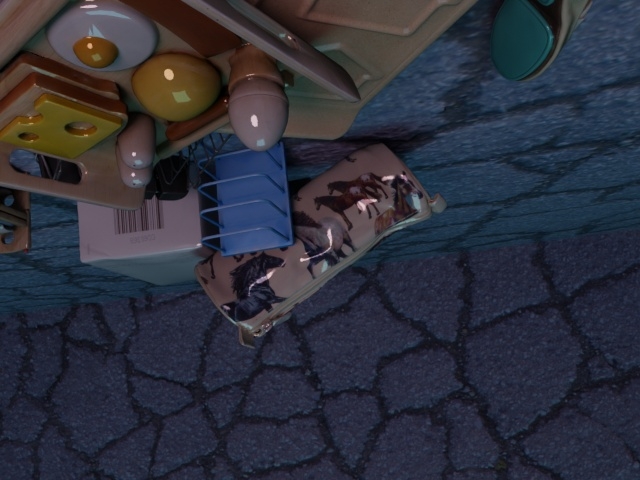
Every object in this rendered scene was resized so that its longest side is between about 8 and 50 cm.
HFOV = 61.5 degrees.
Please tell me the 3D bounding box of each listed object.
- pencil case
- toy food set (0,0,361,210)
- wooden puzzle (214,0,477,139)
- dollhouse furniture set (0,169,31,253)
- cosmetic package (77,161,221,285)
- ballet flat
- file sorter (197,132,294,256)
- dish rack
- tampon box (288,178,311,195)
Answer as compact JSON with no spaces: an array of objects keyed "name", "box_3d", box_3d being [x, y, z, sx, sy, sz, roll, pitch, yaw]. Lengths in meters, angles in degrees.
[{"name":"pencil case","box_3d":[0.000,0.000,0.906,0.410,0.183,0.160,-35,157,1]},{"name":"toy food set","box_3d":[-0.151,-0.098,0.438,0.306,0.092,0.220,-20,161,33]},{"name":"wooden puzzle","box_3d":[-0.044,-0.205,0.444,0.322,0.080,0.348,-2,163,-26]},{"name":"dollhouse furniture set","box_3d":[-0.549,-0.044,0.789,0.183,0.129,0.129,-7,169,1]},{"name":"cosmetic package","box_3d":[-0.287,-0.013,1.067,0.217,0.156,0.385,-7,170,0]},{"name":"ballet flat","box_3d":[0.219,-0.229,0.490,0.086,0.086,0.248,-8,168,6]},{"name":"file sorter","box_3d":[-0.117,-0.076,0.811,0.118,0.170,0.104,-10,165,12]},{"name":"dish rack","box_3d":[-0.216,-0.134,0.661,0.208,0.074,0.271,-1,155,-38]},{"name":"tampon box","box_3d":[-0.045,-0.045,1.133,0.101,0.120,0.161,-10,169,10]}]
